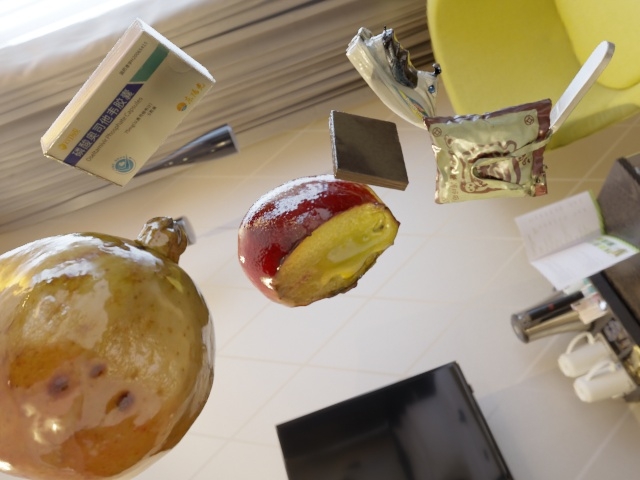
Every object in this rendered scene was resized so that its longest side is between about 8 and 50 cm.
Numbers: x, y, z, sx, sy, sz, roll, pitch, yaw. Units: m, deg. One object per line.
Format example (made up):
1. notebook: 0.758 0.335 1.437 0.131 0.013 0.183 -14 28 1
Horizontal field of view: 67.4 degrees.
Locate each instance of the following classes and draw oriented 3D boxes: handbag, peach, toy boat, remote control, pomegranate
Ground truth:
1. handbag: 0.335 -0.170 0.968 0.127 0.235 0.213 -75 -26 -53
2. peach: 0.000 0.000 1.028 0.281 0.338 0.281 -4 -90 -73
3. toy boat: 0.181 -0.365 1.065 0.269 0.141 0.141 32 -169 -14
4. remote control: 0.614 -0.360 1.151 0.245 0.022 0.077 109 -178 -50
5. pomegranate: -0.324 0.142 0.726 0.410 0.410 0.410 -21 -90 -90

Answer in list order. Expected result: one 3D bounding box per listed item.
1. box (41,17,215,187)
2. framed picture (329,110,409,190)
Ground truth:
1. box: -0.417 -0.283 1.050 0.200 0.343 0.065 26 -154 -54
2. framed picture: 0.082 -0.162 0.849 0.023 0.128 0.168 111 162 -46
